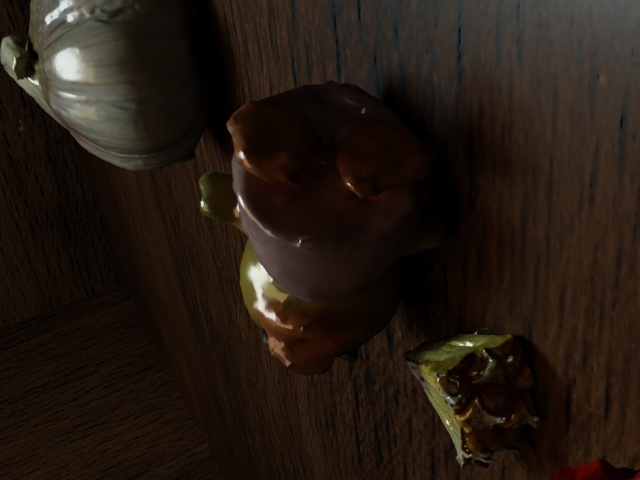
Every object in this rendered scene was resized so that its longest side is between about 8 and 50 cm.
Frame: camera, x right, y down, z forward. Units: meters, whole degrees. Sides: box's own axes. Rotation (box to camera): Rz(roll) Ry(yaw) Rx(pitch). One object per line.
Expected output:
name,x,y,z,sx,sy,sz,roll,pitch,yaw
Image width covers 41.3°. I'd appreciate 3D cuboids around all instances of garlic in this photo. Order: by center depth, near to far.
garlic,-0.262,-0.242,1.100,0.322,0.241,0.322,35,151,23

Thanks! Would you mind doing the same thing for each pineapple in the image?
pineapple,0.108,0.117,0.648,0.116,0.069,0.137,50,156,43

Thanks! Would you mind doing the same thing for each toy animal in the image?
toy animal,0.001,-0.002,0.692,0.281,0.195,0.169,94,-171,-45

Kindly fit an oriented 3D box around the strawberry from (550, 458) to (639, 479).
strawberry,0.200,0.184,0.364,0.178,0.234,0.234,-38,72,41
